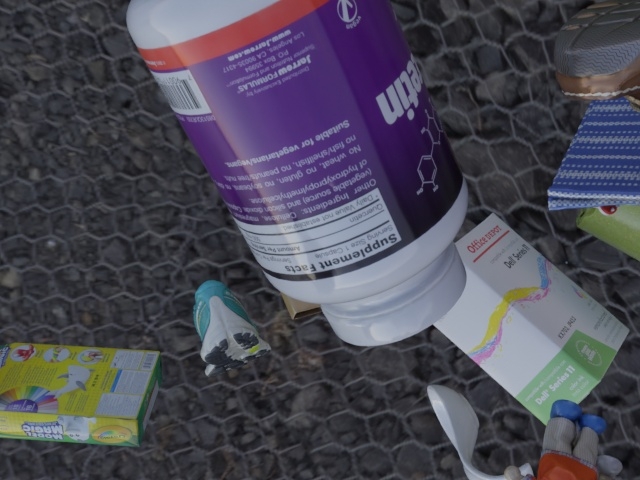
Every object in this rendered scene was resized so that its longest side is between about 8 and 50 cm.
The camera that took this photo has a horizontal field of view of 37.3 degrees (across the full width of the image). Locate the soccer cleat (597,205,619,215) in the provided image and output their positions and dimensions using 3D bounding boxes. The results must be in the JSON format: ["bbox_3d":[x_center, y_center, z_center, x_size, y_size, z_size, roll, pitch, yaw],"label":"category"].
[{"bbox_3d":[0.343,-0.048,1.152,0.029,0.083,0.036,46,124,-8],"label":"soccer cleat"}]

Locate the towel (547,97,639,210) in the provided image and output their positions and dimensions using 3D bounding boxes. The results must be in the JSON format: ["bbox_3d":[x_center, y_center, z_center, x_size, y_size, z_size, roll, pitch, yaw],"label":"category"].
[{"bbox_3d":[0.417,-0.131,1.074,0.243,0.336,0.040,3,128,32],"label":"towel"}]

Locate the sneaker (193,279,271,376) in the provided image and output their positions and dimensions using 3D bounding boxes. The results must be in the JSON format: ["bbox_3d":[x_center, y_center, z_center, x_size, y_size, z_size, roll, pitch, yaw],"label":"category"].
[{"bbox_3d":[-0.139,0.132,1.416,0.107,0.275,0.110,-20,73,-11],"label":"sneaker"}]

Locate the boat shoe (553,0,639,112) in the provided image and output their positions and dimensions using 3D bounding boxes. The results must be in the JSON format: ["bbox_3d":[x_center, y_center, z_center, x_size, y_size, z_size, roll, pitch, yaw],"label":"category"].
[{"bbox_3d":[0.306,-0.144,0.770,0.123,0.324,0.116,16,118,47],"label":"boat shoe"}]

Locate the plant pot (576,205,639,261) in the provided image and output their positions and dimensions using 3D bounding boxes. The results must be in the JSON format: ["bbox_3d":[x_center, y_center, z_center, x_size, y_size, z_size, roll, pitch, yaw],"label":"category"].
[{"bbox_3d":[0.529,-0.057,1.394,0.254,0.276,0.276,23,95,8],"label":"plant pot"}]

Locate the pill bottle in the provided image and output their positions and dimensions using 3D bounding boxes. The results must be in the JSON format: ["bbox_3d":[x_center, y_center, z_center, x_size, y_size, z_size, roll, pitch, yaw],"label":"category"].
[{"bbox_3d":[0.001,-0.080,0.734,0.182,0.181,0.323,-21,117,13],"label":"pill bottle"}]

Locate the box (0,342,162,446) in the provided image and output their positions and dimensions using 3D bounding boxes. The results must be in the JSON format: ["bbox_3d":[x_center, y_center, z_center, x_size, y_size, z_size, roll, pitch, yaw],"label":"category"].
[{"bbox_3d":[-0.257,0.151,0.942,0.179,0.105,0.043,5,123,3],"label":"box"}]

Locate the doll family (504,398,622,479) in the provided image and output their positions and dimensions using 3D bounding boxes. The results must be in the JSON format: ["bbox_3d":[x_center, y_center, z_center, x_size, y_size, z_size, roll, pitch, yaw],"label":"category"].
[{"bbox_3d":[0.263,0.257,0.762,0.263,0.163,0.118,19,136,8],"label":"doll family"}]

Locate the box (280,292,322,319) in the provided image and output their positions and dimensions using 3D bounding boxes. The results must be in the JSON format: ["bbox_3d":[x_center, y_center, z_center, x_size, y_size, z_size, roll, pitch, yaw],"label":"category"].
[{"bbox_3d":[0.000,0.000,1.276,0.164,0.021,0.201,-14,61,-21],"label":"box"}]

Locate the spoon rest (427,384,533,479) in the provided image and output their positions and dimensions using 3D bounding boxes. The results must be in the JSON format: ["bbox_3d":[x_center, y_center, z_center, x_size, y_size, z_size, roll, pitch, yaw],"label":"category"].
[{"bbox_3d":[0.256,0.346,1.637,0.084,0.276,0.137,-28,121,-13],"label":"spoon rest"}]

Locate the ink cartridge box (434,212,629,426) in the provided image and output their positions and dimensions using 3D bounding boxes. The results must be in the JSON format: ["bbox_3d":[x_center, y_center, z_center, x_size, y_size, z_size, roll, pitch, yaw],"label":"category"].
[{"bbox_3d":[0.275,0.088,1.437,0.353,0.207,0.119,42,122,11],"label":"ink cartridge box"}]
